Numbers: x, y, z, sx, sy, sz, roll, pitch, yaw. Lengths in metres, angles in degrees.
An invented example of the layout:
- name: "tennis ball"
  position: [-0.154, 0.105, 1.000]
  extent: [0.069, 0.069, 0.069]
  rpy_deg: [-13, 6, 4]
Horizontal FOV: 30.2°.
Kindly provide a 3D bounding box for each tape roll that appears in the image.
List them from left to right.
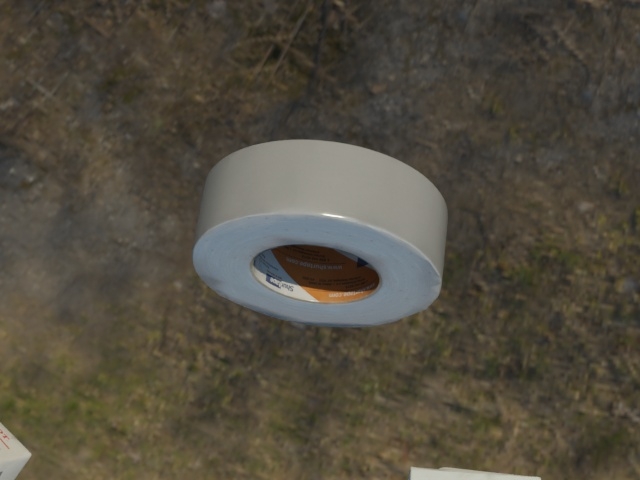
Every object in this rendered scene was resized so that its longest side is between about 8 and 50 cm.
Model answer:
- name: "tape roll"
  position: [0.000, 0.000, 1.038]
  extent: [0.219, 0.072, 0.219]
  rpy_deg: [7, 152, 3]

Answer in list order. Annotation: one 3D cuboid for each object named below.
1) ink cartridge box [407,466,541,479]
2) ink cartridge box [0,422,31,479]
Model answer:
- name: "ink cartridge box"
  position: [0.137, 0.317, 1.103]
  extent: [0.127, 0.176, 0.128]
  rpy_deg: [3, 147, 2]
- name: "ink cartridge box"
  position: [-0.542, 0.276, 1.605]
  extent: [0.207, 0.353, 0.119]
  rpy_deg: [39, 98, 17]
